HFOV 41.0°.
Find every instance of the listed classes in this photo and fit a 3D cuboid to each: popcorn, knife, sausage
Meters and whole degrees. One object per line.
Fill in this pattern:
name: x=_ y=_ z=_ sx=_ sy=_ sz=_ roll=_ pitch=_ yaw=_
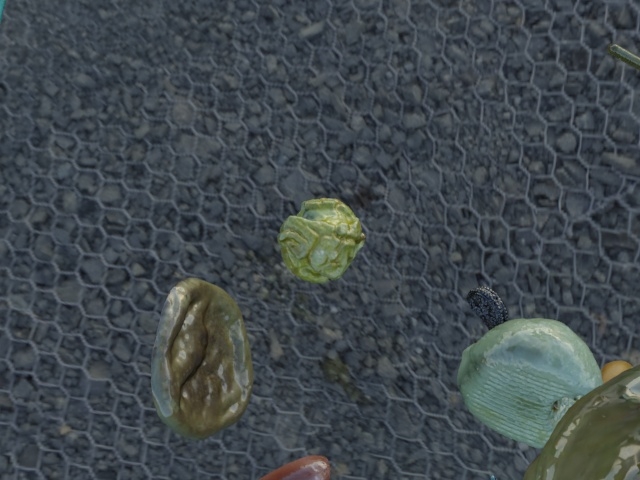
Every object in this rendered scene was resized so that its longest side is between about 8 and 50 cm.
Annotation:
popcorn: x=-0.001 y=-0.001 z=1.857 sx=0.167 sy=0.185 sz=0.187 roll=35 pitch=62 yaw=0
knife: x=0.614 y=-0.239 z=1.392 sx=0.343 sy=0.061 sz=0.027 roll=27 pitch=103 yaw=-5
sausage: x=-0.067 y=0.434 z=1.492 sx=0.194 sy=0.077 sz=0.077 roll=-29 pitch=68 yaw=6

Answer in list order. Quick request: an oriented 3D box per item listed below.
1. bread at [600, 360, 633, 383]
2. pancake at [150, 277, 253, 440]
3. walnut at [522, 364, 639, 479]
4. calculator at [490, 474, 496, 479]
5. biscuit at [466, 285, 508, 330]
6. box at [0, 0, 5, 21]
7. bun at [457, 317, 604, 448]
bread: x=0.521 y=0.306 z=1.295 sx=0.270 sy=0.211 sz=0.316 roll=-11 pitch=34 yaw=36
pancake: x=-0.205 y=0.208 z=1.526 sx=0.049 sy=0.294 sz=0.294 roll=-12 pitch=70 yaw=27
walnut: x=0.268 y=0.202 z=0.547 sx=0.277 sy=0.282 sz=0.253 roll=-27 pitch=59 yaw=-13
calculator: x=0.330 y=0.491 z=1.528 sx=0.019 sy=0.094 sz=0.141 roll=-19 pitch=101 yaw=21
biscuit: x=0.303 y=0.125 z=1.551 sx=0.027 sy=0.087 sz=0.089 roll=-25 pitch=102 yaw=-27
box: x=-0.378 y=-0.195 z=0.770 sx=0.311 sy=0.118 sz=0.205 roll=-55 pitch=50 yaw=43
bun: x=0.300 y=0.186 z=1.183 sx=0.204 sy=0.212 sz=0.126 roll=33 pitch=49 yaw=-7
